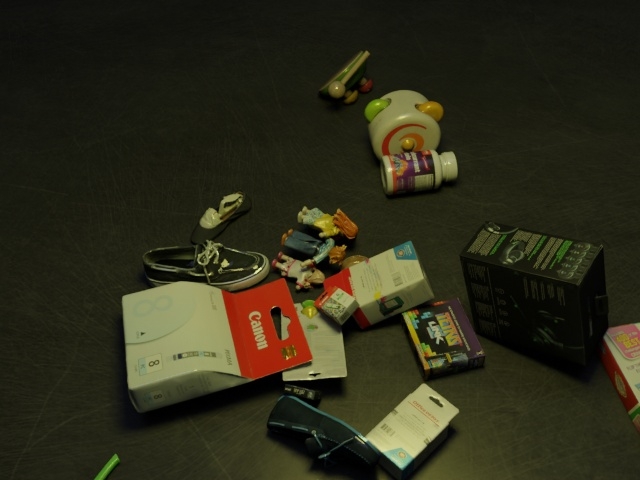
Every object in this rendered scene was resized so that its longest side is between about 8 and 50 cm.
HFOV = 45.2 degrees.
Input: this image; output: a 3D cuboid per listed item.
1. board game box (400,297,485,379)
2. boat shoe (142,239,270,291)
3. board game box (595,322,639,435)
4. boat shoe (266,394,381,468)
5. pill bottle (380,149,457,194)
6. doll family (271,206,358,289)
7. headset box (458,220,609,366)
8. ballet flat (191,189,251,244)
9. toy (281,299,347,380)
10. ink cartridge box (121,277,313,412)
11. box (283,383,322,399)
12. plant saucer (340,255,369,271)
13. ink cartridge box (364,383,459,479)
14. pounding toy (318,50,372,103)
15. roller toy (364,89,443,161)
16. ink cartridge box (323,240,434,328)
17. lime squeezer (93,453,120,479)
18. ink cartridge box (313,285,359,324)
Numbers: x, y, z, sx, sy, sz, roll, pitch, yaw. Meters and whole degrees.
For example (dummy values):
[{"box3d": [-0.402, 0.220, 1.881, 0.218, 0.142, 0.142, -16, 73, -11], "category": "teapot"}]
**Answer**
[{"box3d": [0.272, 0.219, 1.729, 0.141, 0.048, 0.170, -13, 47, -7], "category": "board game box"}, {"box3d": [-0.281, 0.052, 1.886, 0.306, 0.105, 0.113, 1, 47, 5], "category": "boat shoe"}, {"box3d": [0.751, 0.306, 1.602, 0.242, 0.064, 0.316, -9, 47, -5], "category": "board game box"}, {"box3d": [0.003, 0.405, 1.553, 0.258, 0.109, 0.089, 16, 55, 40], "category": "boat shoe"}, {"box3d": [0.265, -0.187, 2.072, 0.193, 0.108, 0.108, -8, 47, -4], "category": "pill bottle"}, {"box3d": [0.000, 0.000, 1.904, 0.163, 0.118, 0.263, 20, 50, 21], "category": "doll family"}, {"box3d": [0.466, 0.111, 1.639, 0.283, 0.246, 0.131, 14, 48, 38], "category": "headset box"}, {"box3d": [-0.265, -0.070, 2.025, 0.074, 0.074, 0.203, 33, 57, 30], "category": "ballet flat"}, {"box3d": [-0.018, 0.234, 1.729, 0.137, 0.056, 0.237, -4, 41, -1], "category": "toy"}, {"box3d": [-0.240, 0.196, 1.714, 0.385, 0.091, 0.308, -16, 37, -6], "category": "ink cartridge box"}, {"box3d": [-0.036, 0.322, 1.631, 0.067, 0.083, 0.018, 11, 80, 13], "category": "box"}, {"box3d": [0.091, 0.073, 1.902, 0.083, 0.015, 0.083, -2, 47, 2], "category": "plant saucer"}, {"box3d": [0.187, 0.389, 1.565, 0.180, 0.060, 0.104, -36, 54, -26], "category": "ink cartridge box"}, {"box3d": [0.099, -0.479, 2.351, 0.183, 0.110, 0.237, -43, 13, 4], "category": "pounding toy"}, {"box3d": [0.232, -0.302, 2.125, 0.209, 0.191, 0.146, -9, 46, -1], "category": "roller toy"}, {"box3d": [0.132, 0.111, 1.785, 0.231, 0.078, 0.134, -24, 40, 11], "category": "ink cartridge box"}, {"box3d": [-0.521, 0.527, 1.488, 0.310, 0.059, 0.110, -28, 51, -20], "category": "lime squeezer"}, {"box3d": [0.029, 0.139, 1.742, 0.063, 0.029, 0.115, -46, 41, -12], "category": "ink cartridge box"}]
